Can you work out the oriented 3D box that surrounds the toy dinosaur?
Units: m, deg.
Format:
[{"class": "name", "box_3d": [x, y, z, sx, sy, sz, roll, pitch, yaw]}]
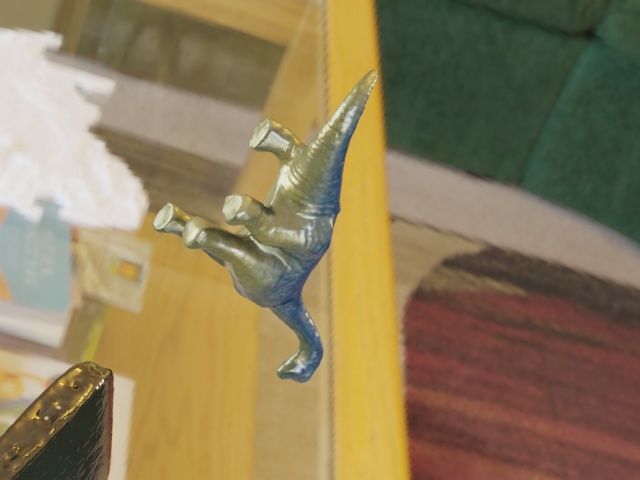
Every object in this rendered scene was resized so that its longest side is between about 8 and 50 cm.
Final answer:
[{"class": "toy dinosaur", "box_3d": [0.000, 0.000, 1.058, 0.188, 0.247, 0.075, 29, 30, -34]}]

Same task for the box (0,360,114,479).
[{"class": "box", "box_3d": [-0.226, 0.204, 1.178, 0.042, 0.201, 0.212, 27, 46, 14]}]
